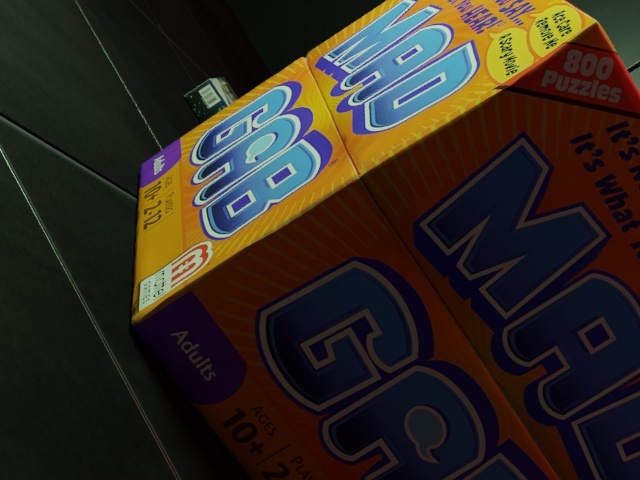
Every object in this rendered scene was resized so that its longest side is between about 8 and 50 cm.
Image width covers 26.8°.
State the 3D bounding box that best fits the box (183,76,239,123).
[{"bbox_3d":[-0.093,-0.112,1.818,0.233,0.044,0.159,57,6,-5],"label":"box"}]

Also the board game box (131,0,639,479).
[{"bbox_3d":[0.099,0.035,1.062,0.356,0.356,0.356,55,6,-20],"label":"board game box"}]
